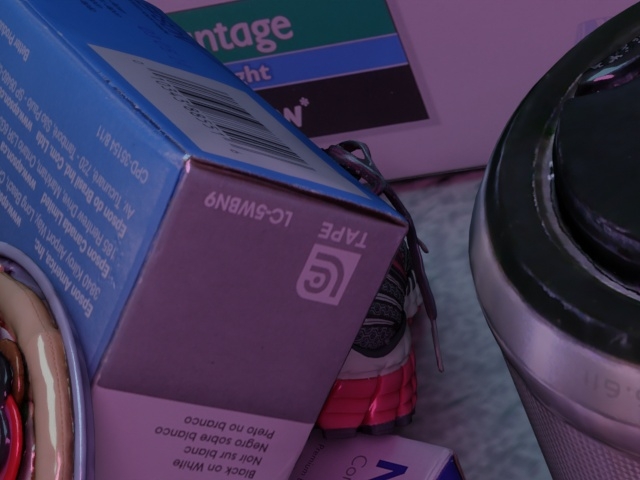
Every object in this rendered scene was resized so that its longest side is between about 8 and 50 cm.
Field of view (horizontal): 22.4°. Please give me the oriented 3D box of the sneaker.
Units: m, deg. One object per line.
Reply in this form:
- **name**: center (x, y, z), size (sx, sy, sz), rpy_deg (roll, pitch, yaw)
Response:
- **sneaker**: center (0.000, 0.000, 0.805), size (0.121, 0.112, 0.299), rpy_deg (-3, 14, -5)

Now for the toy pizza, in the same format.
- **toy pizza**: center (-0.143, 0.097, 0.573), size (0.201, 0.032, 0.201), rpy_deg (-22, 62, 48)

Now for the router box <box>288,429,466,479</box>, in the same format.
- **router box**: center (-0.130, 0.208, 0.709), size (0.301, 0.082, 0.335), rpy_deg (8, 48, 36)

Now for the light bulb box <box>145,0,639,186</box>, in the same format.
- **light bulb box**: center (0.055, -0.229, 1.013), size (0.358, 0.225, 0.361), rpy_deg (-8, 41, 19)

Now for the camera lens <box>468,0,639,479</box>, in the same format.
- **camera lens**: center (0.186, 0.052, 0.563), size (0.219, 0.274, 0.219), rpy_deg (-15, 39, 13)

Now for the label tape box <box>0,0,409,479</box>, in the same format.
- **label tape box**: center (-0.127, 0.076, 0.676), size (0.240, 0.106, 0.334), rpy_deg (44, 114, 50)
